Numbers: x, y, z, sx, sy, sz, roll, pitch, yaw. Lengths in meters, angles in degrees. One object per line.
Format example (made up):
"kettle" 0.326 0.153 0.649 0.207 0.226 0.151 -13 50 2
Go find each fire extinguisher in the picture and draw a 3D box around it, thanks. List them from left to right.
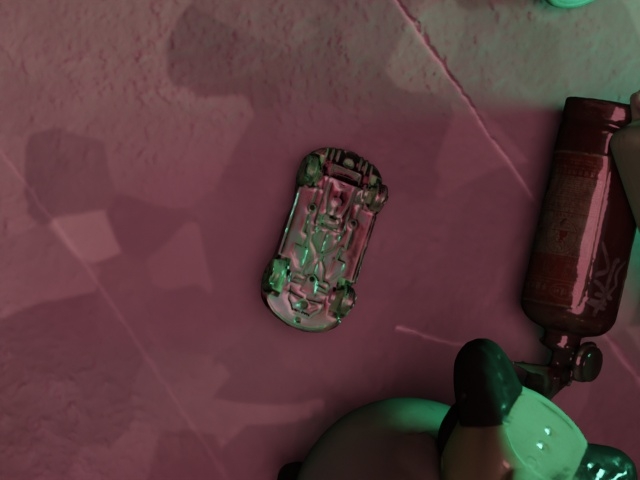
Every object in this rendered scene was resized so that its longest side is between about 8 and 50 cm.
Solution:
"fire extinguisher" 0.178 0.017 1.328 0.106 0.075 0.252 14 89 -29

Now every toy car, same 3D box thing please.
"toy car" 0.000 0.000 1.326 0.069 0.055 0.142 21 78 -14

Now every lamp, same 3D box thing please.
"lamp" 0.088 0.188 1.250 0.197 0.198 0.244 41 131 -4

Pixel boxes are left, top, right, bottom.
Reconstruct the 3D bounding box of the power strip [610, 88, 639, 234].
"power strip" 0.306 0.039 1.319 0.098 0.058 0.338 -28 107 -22

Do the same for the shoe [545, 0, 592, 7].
"shoe" 0.226 -0.263 1.349 0.195 0.079 0.078 -43 59 4
